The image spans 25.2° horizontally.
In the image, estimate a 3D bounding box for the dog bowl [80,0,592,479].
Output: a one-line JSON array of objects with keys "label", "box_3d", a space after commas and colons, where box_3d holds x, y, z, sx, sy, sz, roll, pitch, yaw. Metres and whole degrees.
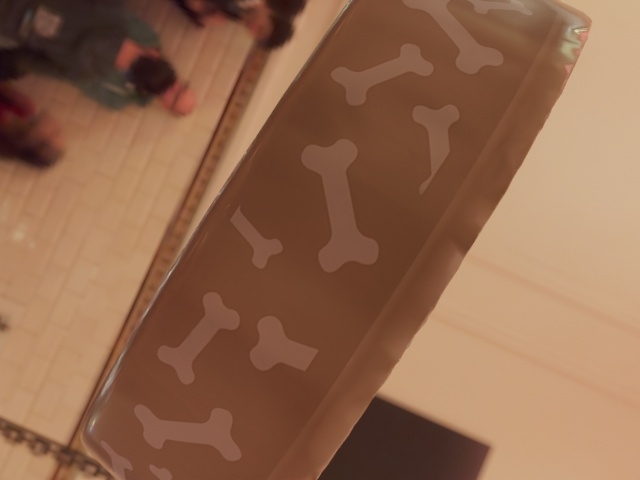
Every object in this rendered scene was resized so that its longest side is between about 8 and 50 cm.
[{"label": "dog bowl", "box_3d": [0.000, 0.000, 0.741, 0.349, 0.102, 0.349, -56, -179, 2]}]
